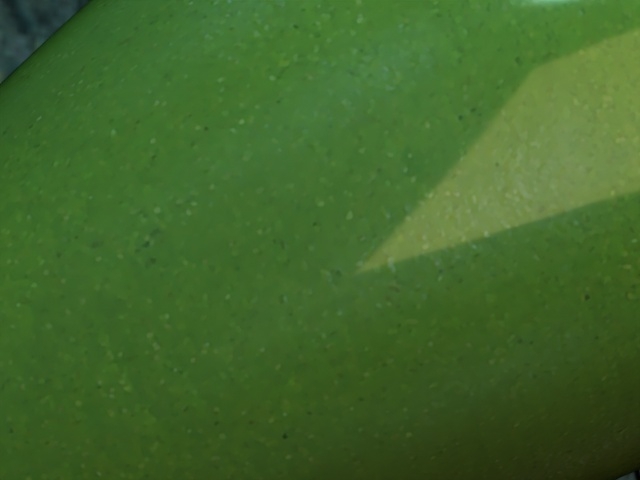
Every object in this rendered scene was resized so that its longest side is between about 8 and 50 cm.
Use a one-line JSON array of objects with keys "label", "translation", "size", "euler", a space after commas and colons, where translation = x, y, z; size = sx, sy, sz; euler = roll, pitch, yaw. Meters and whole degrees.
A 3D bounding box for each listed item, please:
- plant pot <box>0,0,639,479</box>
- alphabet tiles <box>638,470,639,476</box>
[{"label": "plant pot", "translation": [0.000, 0.000, 0.416], "size": [0.293, 0.275, 0.275], "euler": [-31, 103, -16]}, {"label": "alphabet tiles", "translation": [0.097, 0.103, 0.594], "size": [0.237, 0.009, 0.198], "euler": [-16, 96, -33]}]
